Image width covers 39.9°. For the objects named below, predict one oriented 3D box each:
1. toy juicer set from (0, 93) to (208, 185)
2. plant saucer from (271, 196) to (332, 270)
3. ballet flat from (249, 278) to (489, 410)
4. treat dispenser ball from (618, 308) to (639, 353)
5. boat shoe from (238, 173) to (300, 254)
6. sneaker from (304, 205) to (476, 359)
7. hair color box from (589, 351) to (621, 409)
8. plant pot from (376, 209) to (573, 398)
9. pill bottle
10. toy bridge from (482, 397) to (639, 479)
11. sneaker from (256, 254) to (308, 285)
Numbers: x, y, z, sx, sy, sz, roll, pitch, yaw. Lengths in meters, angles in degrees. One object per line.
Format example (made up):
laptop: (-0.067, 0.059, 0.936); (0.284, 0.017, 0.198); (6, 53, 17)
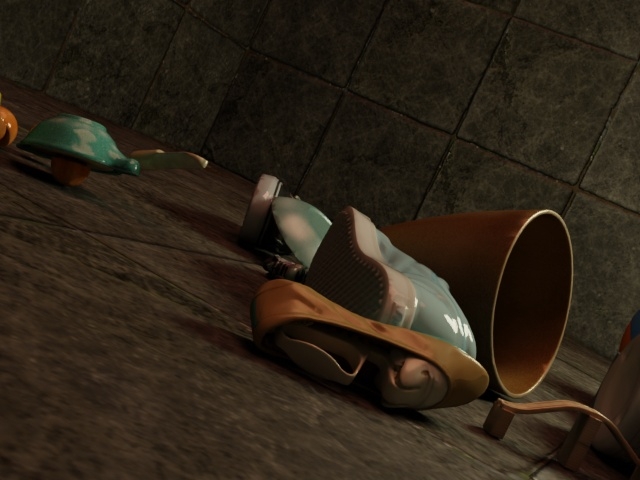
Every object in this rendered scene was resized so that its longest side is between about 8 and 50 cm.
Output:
toy juicer set: (-0.334, -0.114, 1.195); (0.329, 0.089, 0.209); (16, -6, -16)
plant saucer: (0.000, 0.000, 1.380); (0.195, 0.037, 0.195); (47, 17, -19)
ballet flat: (0.042, 0.110, 0.774); (0.232, 0.080, 0.073); (22, 32, -9)
treat dispenser ball: (0.664, 0.216, 1.517); (0.288, 0.288, 0.288); (25, 4, -2)
boat shoe: (-0.061, -0.038, 1.539); (0.119, 0.121, 0.335); (21, 2, 4)
sneaker: (0.077, 0.072, 1.025); (0.150, 0.135, 0.366); (29, 13, -16)
hair color box: (0.585, 0.298, 1.232); (0.374, 0.114, 0.185); (26, 4, 2)
plant pot: (0.168, 0.059, 1.166); (0.254, 0.237, 0.237); (12, -5, 37)
pill bottle: (0.483, 0.237, 1.044); (0.283, 0.161, 0.161); (26, 4, 4)
toy bridge: (0.259, 0.198, 0.878); (0.188, 0.063, 0.026); (24, 4, -8)
sneaker: (-0.056, 0.041, 1.193); (0.069, 0.038, 0.098); (24, -6, 6)
